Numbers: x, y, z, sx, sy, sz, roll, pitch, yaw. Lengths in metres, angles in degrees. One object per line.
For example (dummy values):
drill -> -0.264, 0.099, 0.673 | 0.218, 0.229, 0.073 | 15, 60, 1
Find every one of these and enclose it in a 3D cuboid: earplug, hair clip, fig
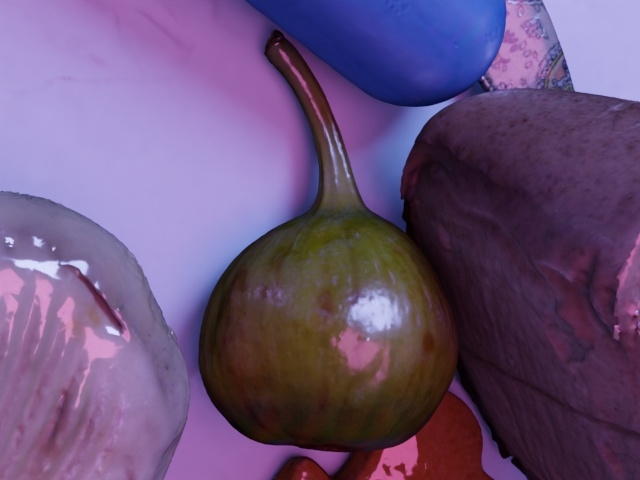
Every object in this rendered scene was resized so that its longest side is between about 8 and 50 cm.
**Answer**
earplug -> -0.004, -0.176, 0.769 | 0.273, 0.132, 0.132 | 39, 80, -27
hair clip -> 0.127, -0.108, 0.881 | 0.066, 0.036, 0.229 | -31, 108, -11
fig -> 0.000, 0.000, 0.811 | 0.149, 0.149, 0.245 | 3, 76, -25

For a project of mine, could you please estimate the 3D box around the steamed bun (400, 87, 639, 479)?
steamed bun -> 0.199, 0.041, 0.811 | 0.199, 0.251, 0.301 | -30, 119, -14

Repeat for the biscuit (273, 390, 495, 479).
biscuit -> 0.014, 0.246, 0.869 | 0.306, 0.043, 0.284 | -15, 102, -22

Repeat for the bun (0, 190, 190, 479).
bun -> -0.183, 0.077, 0.702 | 0.239, 0.141, 0.239 | -3, 114, -6
